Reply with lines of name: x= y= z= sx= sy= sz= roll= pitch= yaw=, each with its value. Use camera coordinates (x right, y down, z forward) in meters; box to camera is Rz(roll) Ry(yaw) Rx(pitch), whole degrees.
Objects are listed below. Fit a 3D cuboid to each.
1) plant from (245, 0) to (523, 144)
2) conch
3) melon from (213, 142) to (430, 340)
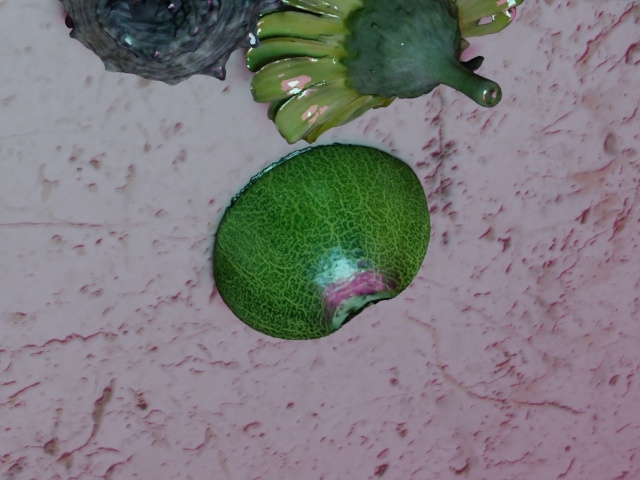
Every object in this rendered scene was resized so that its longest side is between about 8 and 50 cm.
plant: x=0.104 y=-0.206 z=1.921 sx=0.261 sy=0.297 sz=0.305 roll=4 pitch=114 yaw=-64
conch: x=-0.176 y=-0.264 z=1.765 sx=0.241 sy=0.186 sz=0.313 roll=-24 pitch=148 yaw=33
melon: x=0.000 y=0.000 z=2.051 sx=0.265 sy=0.169 sz=0.129 roll=-32 pitch=132 yaw=1
